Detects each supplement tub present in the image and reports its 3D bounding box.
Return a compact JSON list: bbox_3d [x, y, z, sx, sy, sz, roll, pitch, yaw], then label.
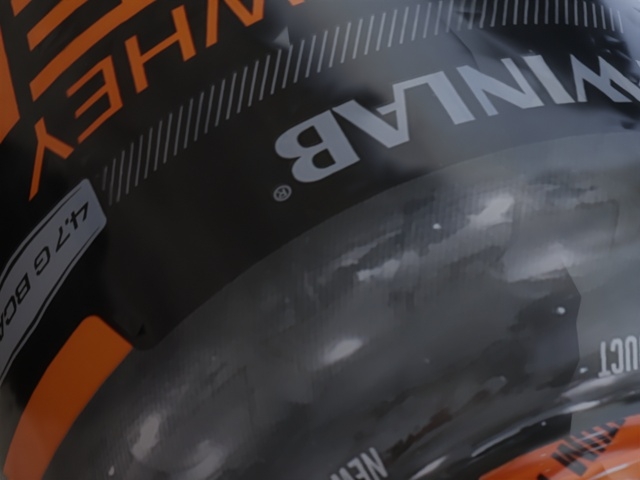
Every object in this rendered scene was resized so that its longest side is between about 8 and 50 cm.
[{"bbox_3d":[0.000,0.000,0.455,0.338,0.207,0.207,59,-38,41],"label":"supplement tub"}]
